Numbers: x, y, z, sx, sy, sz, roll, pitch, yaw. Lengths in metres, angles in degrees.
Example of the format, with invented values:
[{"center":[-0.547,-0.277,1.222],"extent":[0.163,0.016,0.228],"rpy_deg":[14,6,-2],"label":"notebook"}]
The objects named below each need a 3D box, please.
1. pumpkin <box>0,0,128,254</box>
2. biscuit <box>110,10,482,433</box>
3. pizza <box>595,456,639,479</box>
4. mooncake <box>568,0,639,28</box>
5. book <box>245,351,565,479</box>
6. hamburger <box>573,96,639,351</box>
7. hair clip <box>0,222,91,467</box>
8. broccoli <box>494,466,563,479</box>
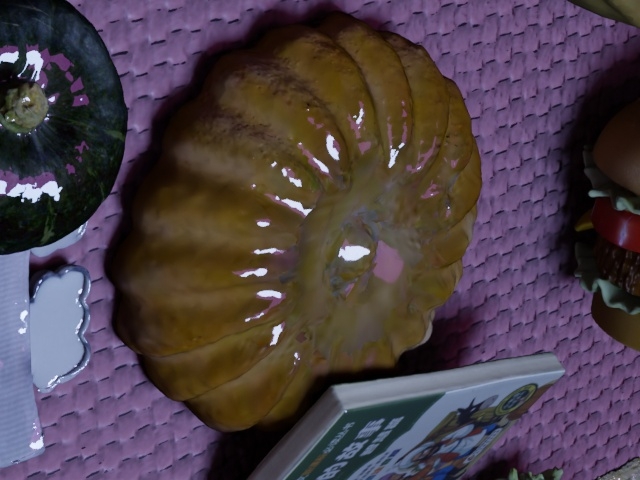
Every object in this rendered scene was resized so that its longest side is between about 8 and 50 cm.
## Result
[{"center":[-0.195,-0.071,1.080],"extent":[0.167,0.125,0.167],"rpy_deg":[-18,119,-36],"label":"pumpkin"},{"center":[0.000,0.000,1.326],"extent":[0.326,0.107,0.325],"rpy_deg":[-21,125,-33],"label":"biscuit"},{"center":[0.290,0.257,1.776],"extent":[0.108,0.026,0.123],"rpy_deg":[-53,135,-14],"label":"pizza"},{"center":[0.259,-0.284,1.424],"extent":[0.235,0.117,0.235],"rpy_deg":[-24,127,-36],"label":"mooncake"},{"center":[0.052,0.169,1.431],"extent":[0.264,0.027,0.202],"rpy_deg":[-4,143,-46],"label":"book"},{"center":[0.353,-0.029,1.527],"extent":[0.274,0.274,0.212],"rpy_deg":[-17,117,-38],"label":"hamburger"},{"center":[-0.207,0.038,1.182],"extent":[0.140,0.054,0.220],"rpy_deg":[-12,115,-35],"label":"hair clip"},{"center":[0.142,0.375,1.537],"extent":[0.293,0.281,0.348],"rpy_deg":[-58,178,24],"label":"broccoli"}]
